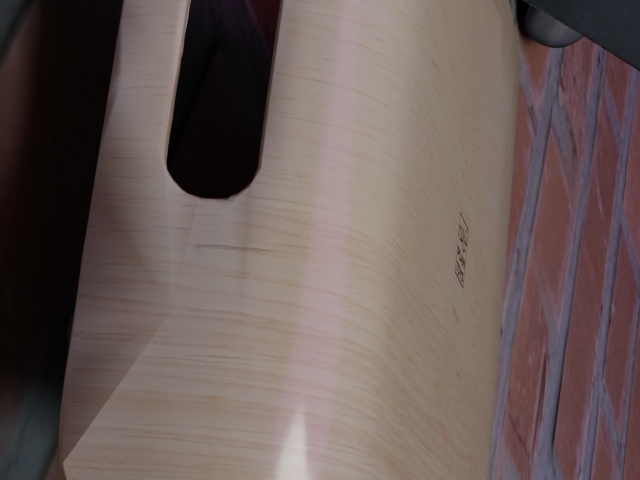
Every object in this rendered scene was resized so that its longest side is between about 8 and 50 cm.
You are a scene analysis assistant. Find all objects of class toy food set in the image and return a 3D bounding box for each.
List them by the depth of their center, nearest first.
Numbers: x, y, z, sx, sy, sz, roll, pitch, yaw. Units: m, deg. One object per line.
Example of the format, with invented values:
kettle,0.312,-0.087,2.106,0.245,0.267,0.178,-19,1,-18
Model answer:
toy food set,0.000,0.000,0.569,0.306,0.092,0.219,56,38,-69

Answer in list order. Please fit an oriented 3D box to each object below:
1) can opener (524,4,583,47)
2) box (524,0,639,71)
can opener,0.162,-0.208,1.124,0.283,0.076,0.095,-62,175,-57
box,0.170,-0.297,0.729,0.293,0.212,0.395,-55,-172,37
